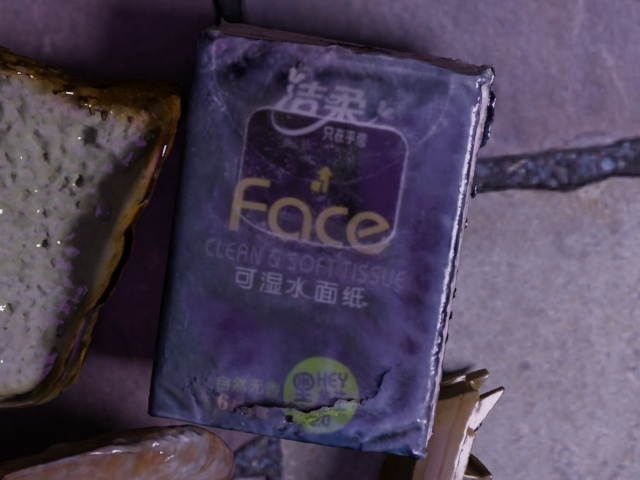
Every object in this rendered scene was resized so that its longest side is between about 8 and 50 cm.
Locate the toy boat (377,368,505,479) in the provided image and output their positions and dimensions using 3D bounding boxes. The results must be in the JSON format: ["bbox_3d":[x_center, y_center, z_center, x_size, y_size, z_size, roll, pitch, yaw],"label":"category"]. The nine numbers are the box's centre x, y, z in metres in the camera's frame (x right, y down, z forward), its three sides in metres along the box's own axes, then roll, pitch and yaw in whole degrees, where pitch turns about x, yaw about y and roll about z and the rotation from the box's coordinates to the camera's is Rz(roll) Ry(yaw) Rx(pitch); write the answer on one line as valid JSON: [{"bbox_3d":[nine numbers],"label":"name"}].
[{"bbox_3d":[0.072,0.179,1.210,0.072,0.064,0.206,12,105,-20],"label":"toy boat"}]

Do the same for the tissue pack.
[{"bbox_3d":[0.000,0.000,1.125,0.173,0.073,0.236,11,102,5],"label":"tissue pack"}]

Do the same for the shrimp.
[{"bbox_3d":[-0.198,0.157,1.125,0.317,0.077,0.168,-7,153,-26],"label":"shrimp"}]

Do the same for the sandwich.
[{"bbox_3d":[-0.230,-0.027,1.124,0.251,0.087,0.226,20,104,-5],"label":"sandwich"}]
